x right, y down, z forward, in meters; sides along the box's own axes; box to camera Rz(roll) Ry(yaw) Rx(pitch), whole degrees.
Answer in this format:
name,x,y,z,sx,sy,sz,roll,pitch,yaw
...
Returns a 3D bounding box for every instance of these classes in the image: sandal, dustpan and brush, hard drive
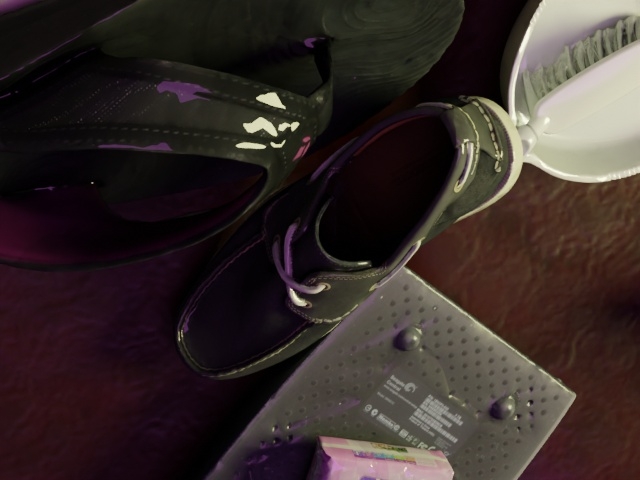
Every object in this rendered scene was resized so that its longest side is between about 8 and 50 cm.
name,x,y,z,sx,sy,sz,roll,pitch,yaw
sandal,-0.130,-0.038,0.816,0.446,0.107,0.167,-16,148,-12
dustpan and brush,0.132,-0.074,0.940,0.211,0.060,0.147,-33,118,-1
hard drive,0.015,0.143,0.998,0.172,0.054,0.254,36,98,-26

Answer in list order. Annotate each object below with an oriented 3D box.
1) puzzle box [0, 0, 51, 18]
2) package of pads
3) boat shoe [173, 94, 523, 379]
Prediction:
name,x,y,z,sx,sy,sz,roll,pitch,yaw
puzzle box,-0.098,-0.204,0.756,0.409,0.052,0.272,-17,144,-10
package of pads,0.031,0.144,0.954,0.083,0.032,0.050,10,111,-20
boat shoe,0.000,0.000,0.892,0.233,0.079,0.084,-37,83,23
